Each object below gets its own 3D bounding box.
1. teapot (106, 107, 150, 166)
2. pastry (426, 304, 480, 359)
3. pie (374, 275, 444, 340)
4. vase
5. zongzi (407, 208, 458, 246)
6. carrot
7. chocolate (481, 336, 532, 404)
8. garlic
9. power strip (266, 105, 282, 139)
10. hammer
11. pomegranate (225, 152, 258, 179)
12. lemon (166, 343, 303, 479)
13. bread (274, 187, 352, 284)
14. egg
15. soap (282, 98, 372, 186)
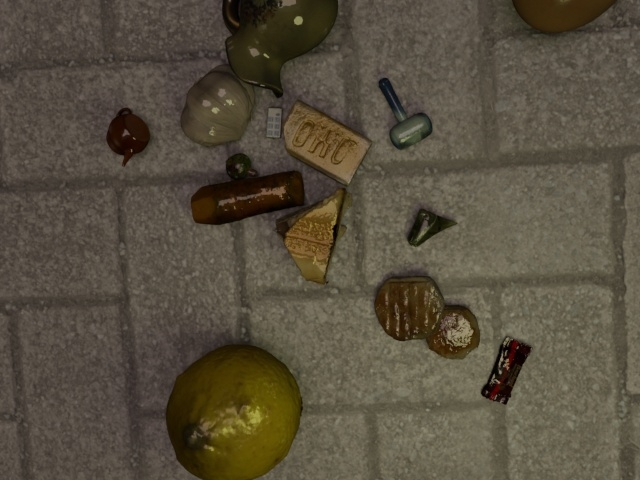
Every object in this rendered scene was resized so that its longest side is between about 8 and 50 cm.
[{"bbox_3d":[-0.527,-0.281,1.787,0.116,0.116,0.173,-18,66,4],"label":"teapot"},{"bbox_3d":[0.353,0.245,1.779,0.153,0.081,0.153,1,98,4],"label":"pastry"},{"bbox_3d":[0.236,0.182,1.768,0.195,0.046,0.195,-2,86,29],"label":"pie"},{"bbox_3d":[-0.137,-0.574,1.701,0.329,0.241,0.302,47,111,27],"label":"vase"},{"bbox_3d":[0.299,-0.020,1.784,0.113,0.052,0.104,20,103,-11],"label":"zongzi"},{"bbox_3d":[-0.193,-0.112,1.772,0.301,0.114,0.114,-12,93,4],"label":"carrot"},{"bbox_3d":[0.505,0.357,1.805,0.086,0.028,0.182,24,94,-1],"label":"chocolate"},{"bbox_3d":[-0.271,-0.359,1.745,0.178,0.143,0.229,31,87,2],"label":"garlic"},{"bbox_3d":[-0.125,-0.319,1.798,0.040,0.016,0.090,4,95,3],"label":"power strip"},{"bbox_3d":[0.210,-0.344,1.756,0.116,0.069,0.194,-28,87,6],"label":"hammer"},{"bbox_3d":[-0.215,-0.191,1.786,0.073,0.073,0.084,-39,81,5],"label":"pomegranate"},{"bbox_3d":[-0.225,0.443,1.686,0.349,0.387,0.350,4,101,22],"label":"lemon"},{"bbox_3d":[0.012,0.000,1.731,0.224,0.183,0.211,-26,93,7],"label":"bread"},{"bbox_3d":[0.608,-0.685,1.590,0.301,0.301,0.374,32,105,1],"label":"egg"},{"bbox_3d":[0.007,-0.258,1.767,0.232,0.073,0.140,30,91,2],"label":"soap"}]
